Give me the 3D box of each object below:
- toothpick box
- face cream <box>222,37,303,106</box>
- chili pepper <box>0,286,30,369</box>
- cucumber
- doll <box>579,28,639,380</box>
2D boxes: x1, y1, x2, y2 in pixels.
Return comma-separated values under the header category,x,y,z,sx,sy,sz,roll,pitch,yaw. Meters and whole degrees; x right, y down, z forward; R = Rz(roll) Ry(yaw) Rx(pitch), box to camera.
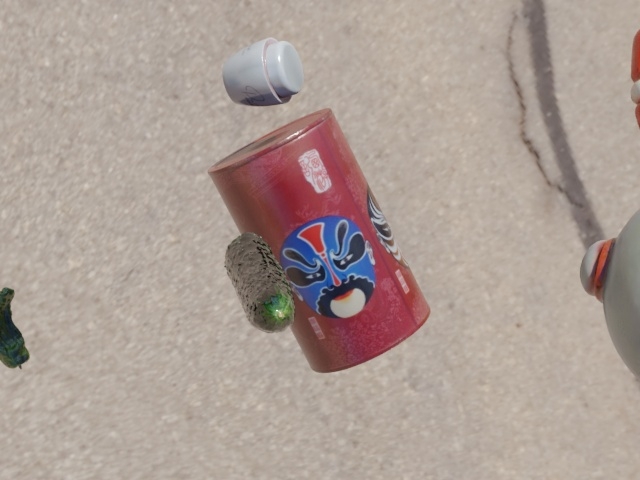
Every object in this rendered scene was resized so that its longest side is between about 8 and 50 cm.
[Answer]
category,x,y,z,sx,sy,sz,roll,pitch,yaw
toothpick box,0.000,0.000,1.577,0.204,0.204,0.333,-35,103,-33
face cream,-0.078,-0.227,1.485,0.091,0.095,0.091,37,48,-57
chili pepper,-0.320,0.091,1.104,0.030,0.034,0.091,-50,133,-67
cucumber,-0.054,0.045,1.030,0.052,0.214,0.058,-12,106,-9
doll,0.257,-0.024,0.634,0.105,0.200,0.336,16,91,-56
